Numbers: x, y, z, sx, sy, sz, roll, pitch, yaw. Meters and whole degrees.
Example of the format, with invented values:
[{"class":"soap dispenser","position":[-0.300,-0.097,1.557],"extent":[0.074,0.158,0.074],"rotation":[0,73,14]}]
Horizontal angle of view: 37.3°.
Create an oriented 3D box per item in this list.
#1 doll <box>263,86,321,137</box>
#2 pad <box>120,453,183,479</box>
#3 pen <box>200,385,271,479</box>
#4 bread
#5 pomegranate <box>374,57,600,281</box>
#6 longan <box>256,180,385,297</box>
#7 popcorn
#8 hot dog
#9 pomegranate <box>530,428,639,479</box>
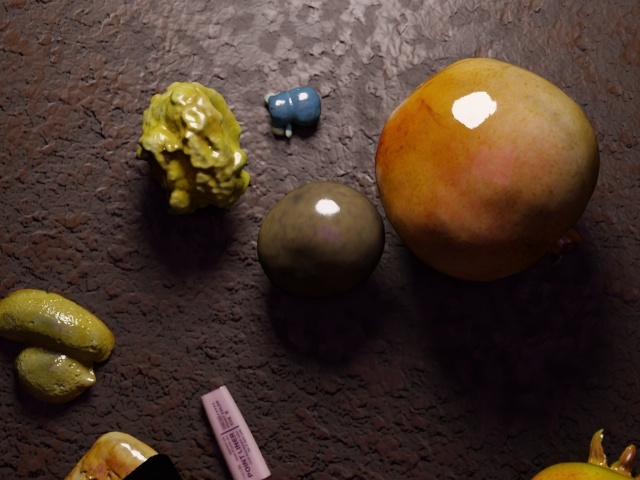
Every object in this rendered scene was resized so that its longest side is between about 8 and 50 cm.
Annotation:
[{"class":"doll","position":[-0.039,-0.197,1.439],"extent":[0.083,0.050,0.076],"rotation":[-12,87,-3]},{"class":"pad","position":[-0.237,0.405,1.260],"extent":[0.181,0.267,0.004],"rotation":[-37,46,-22]},{"class":"pen","position":[-0.117,0.309,1.379],"extent":[0.053,0.032,0.197],"rotation":[-27,82,-4]},{"class":"bread","position":[-0.408,0.154,1.387],"extent":[0.188,0.065,0.149],"rotation":[28,88,2]},{"class":"pomegranate","position":[0.233,-0.086,1.306],"extent":[0.319,0.319,0.319],"rotation":[0,82,0]},{"class":"longan","position":[0.000,0.000,1.354],"extent":[0.187,0.167,0.167],"rotation":[-26,83,7]},{"class":"popcorn","position":[-0.189,-0.132,1.368],"extent":[0.156,0.197,0.197],"rotation":[-16,83,-1]},{"class":"hot dog","position":[-0.306,0.386,1.306],"extent":[0.150,0.153,0.256],"rotation":[37,84,11]},{"class":"pomegranate","position":[0.372,0.387,1.281],"extent":[0.221,0.221,0.256],"rotation":[17,75,2]}]
